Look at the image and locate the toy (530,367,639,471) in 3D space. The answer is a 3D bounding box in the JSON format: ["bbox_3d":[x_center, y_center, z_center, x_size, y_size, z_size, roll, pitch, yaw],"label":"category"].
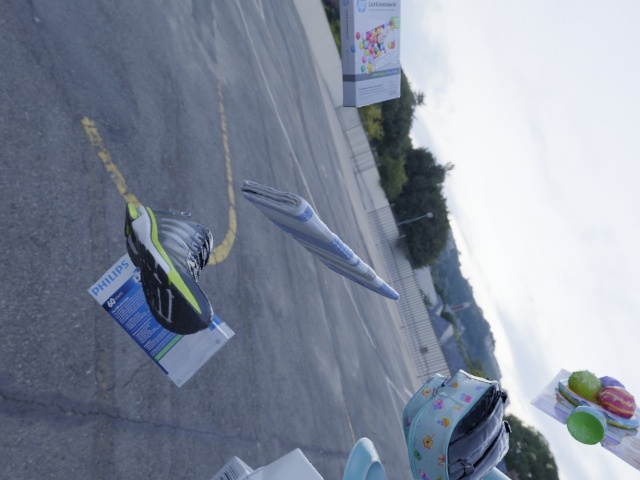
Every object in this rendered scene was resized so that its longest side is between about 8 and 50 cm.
[{"bbox_3d":[0.421,0.237,0.615,0.237,0.136,0.056,-2,114,-48],"label":"toy"}]

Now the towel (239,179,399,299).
[{"bbox_3d":[0.000,0.000,0.715,0.285,0.034,0.209,41,-10,-36],"label":"towel"}]

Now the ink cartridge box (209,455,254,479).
[{"bbox_3d":[-0.276,0.782,1.109,0.071,0.324,0.330,30,-27,42],"label":"ink cartridge box"}]

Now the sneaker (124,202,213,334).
[{"bbox_3d":[-0.217,0.023,0.633,0.300,0.121,0.111,47,-45,42],"label":"sneaker"}]

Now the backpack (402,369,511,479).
[{"bbox_3d":[0.221,0.329,0.693,0.188,0.144,0.166,-27,112,-45],"label":"backpack"}]

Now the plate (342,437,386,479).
[{"bbox_3d":[0.075,0.410,0.633,0.188,0.024,0.188,-8,90,-65],"label":"plate"}]

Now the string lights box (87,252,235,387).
[{"bbox_3d":[-0.312,0.143,0.814,0.260,0.133,0.077,46,-3,3],"label":"string lights box"}]

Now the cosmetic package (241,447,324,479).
[{"bbox_3d":[-0.022,0.585,0.708,0.385,0.217,0.156,26,-58,50],"label":"cosmetic package"}]

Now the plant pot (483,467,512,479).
[{"bbox_3d":[0.404,0.671,0.946,0.255,0.271,0.272,52,1,28],"label":"plant pot"}]

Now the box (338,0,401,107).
[{"bbox_3d":[0.097,-0.357,0.767,0.145,0.038,0.186,-27,123,-40],"label":"box"}]
